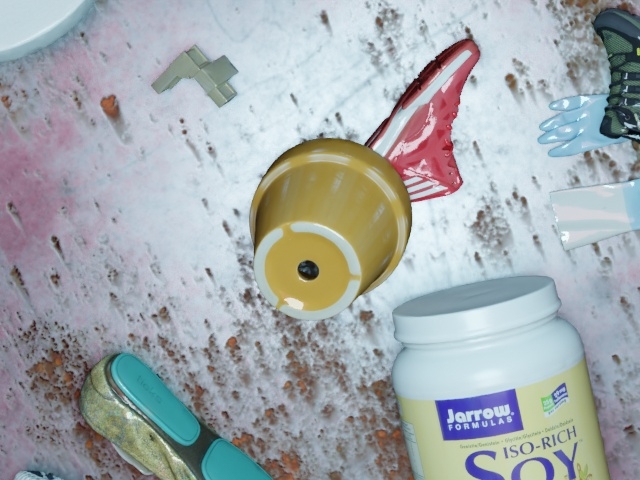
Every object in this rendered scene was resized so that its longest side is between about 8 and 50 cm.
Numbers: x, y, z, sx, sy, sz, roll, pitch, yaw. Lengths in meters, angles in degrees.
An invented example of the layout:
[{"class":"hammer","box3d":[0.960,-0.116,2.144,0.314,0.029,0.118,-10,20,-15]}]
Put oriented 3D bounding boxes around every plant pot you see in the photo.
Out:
[{"class":"plant pot","box3d":[0.000,0.000,1.458,0.205,0.188,0.205,4,113,10]}]

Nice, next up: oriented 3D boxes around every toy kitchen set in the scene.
[{"class":"toy kitchen set","box3d":[-0.155,-0.202,1.547,0.083,0.068,0.075,49,123,-3]}]

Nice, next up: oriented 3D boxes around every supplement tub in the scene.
[{"class":"supplement tub","box3d":[0.222,0.227,1.477,0.241,0.241,0.331,-13,95,3]}]

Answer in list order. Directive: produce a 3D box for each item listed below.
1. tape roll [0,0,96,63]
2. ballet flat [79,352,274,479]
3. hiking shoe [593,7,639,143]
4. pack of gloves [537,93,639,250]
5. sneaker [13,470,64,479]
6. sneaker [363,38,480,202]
[{"class":"tape roll","box3d":[-0.441,-0.408,1.478,0.392,0.072,0.392,0,87,-7]},{"class":"ballet flat","box3d":[-0.178,0.293,1.568,0.348,0.123,0.123,44,95,-4]},{"class":"hiking shoe","box3d":[0.391,-0.182,1.492,0.114,0.086,0.227,-30,82,-5]},{"class":"pack of gloves","box3d":[0.404,-0.107,1.537,0.232,0.046,0.195,-15,96,3]},{"class":"sneaker","box3d":[-0.337,0.421,1.583,0.235,0.094,0.153,36,87,-12]},{"class":"sneaker","box3d":[0.155,-0.142,1.532,0.128,0.087,0.221,38,108,-11]}]
